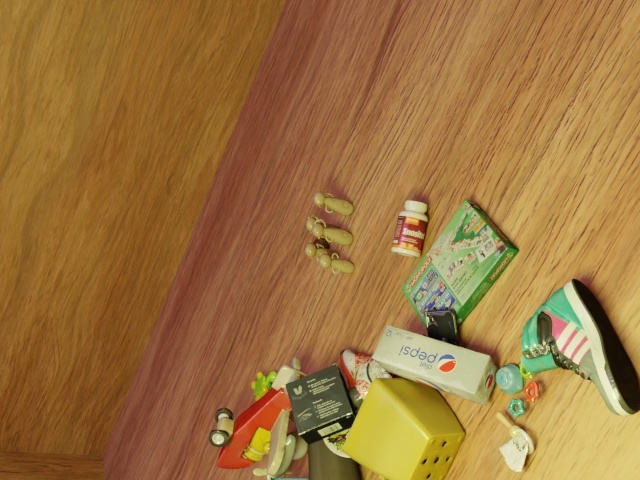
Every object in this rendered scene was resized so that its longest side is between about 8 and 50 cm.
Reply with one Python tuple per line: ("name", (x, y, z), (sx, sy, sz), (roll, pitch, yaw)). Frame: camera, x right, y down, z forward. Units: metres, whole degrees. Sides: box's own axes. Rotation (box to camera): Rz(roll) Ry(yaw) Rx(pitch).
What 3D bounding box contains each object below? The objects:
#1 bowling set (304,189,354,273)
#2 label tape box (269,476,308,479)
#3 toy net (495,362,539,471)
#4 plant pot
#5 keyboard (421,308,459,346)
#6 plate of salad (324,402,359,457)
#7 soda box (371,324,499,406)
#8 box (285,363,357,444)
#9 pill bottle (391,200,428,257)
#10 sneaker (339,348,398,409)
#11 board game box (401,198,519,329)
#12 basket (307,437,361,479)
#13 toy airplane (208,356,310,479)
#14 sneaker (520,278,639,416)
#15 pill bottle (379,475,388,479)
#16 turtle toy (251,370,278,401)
("bowling set", (0.000, 0.000, 2.120), (0.200, 0.154, 0.287), (-33, 50, 47))
("label tape box", (-0.081, 0.803, 1.780), (0.333, 0.106, 0.240), (88, -178, -66))
("toy net", (0.437, 0.378, 1.366), (0.122, 0.045, 0.232), (-27, 56, 48))
("plant pot", (0.217, 0.477, 1.531), (0.187, 0.212, 0.212), (35, 107, 46))
("keyboard", (0.300, 0.266, 1.586), (0.108, 0.023, 0.180), (-9, 86, 34))
("plate of salad", (0.096, 0.505, 1.749), (0.200, 0.048, 0.200), (-13, 42, 12))
("soda box", (0.272, 0.296, 1.510), (0.286, 0.091, 0.098), (12, 65, 39))
("box", (0.005, 0.448, 1.730), (0.156, 0.093, 0.158), (-22, 51, 3))
("pill bottle", (0.257, -0.033, 1.790), (0.086, 0.086, 0.152), (5, 82, 58))
("sneaker", (0.144, 0.367, 1.807), (0.145, 0.090, 0.270), (-36, 18, 7))
("board game box", (0.350, 0.080, 1.631), (0.317, 0.046, 0.213), (-58, 34, 25))
("basket", (0.035, 0.634, 1.786), (0.204, 0.154, 0.227), (90, 174, -48))
("toy airplane", (-0.125, 0.562, 1.964), (0.384, 0.272, 0.386), (-26, 20, 54))
("sneaker", (0.494, 0.237, 1.251), (0.178, 0.124, 0.295), (-44, 35, 33))
("pill bottle", (0.187, 0.630, 1.628), (0.065, 0.065, 0.116), (-45, 42, 39))
("turtle toy", (-0.196, 0.524, 2.285), (0.130, 0.066, 0.095), (-59, 34, 23))
